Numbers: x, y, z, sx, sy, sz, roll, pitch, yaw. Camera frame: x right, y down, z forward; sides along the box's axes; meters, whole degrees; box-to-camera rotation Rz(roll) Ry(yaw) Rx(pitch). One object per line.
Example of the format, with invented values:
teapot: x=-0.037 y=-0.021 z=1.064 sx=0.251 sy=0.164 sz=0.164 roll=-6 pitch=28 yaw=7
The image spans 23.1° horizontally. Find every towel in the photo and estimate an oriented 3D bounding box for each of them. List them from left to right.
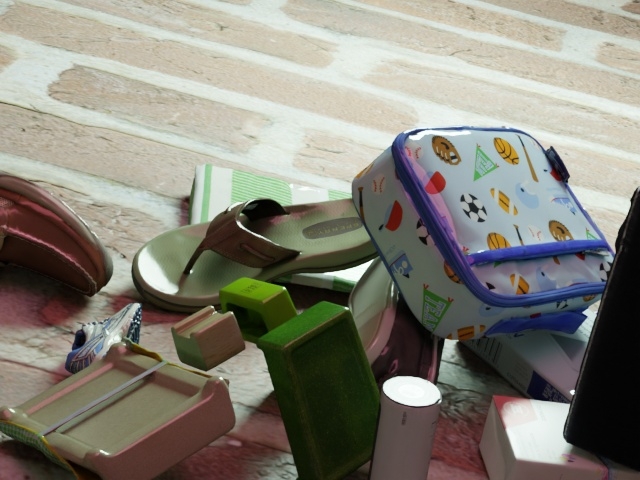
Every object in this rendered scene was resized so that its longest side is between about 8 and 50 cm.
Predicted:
towel: x=0.000 y=0.000 z=1.893 sx=0.325 sy=0.038 sz=0.248 roll=11 pitch=27 yaw=-7

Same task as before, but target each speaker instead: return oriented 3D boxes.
speaker: x=0.073 y=0.195 z=1.415 sx=0.055 sy=0.136 sz=0.055 roll=6 pitch=25 yaw=-3

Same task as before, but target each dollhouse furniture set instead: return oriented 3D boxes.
dollhouse furniture set: x=-0.117 y=0.176 z=1.453 sx=0.301 sy=0.151 sz=0.197 roll=-29 pitch=24 yaw=-31

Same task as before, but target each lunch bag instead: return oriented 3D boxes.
lunch bag: x=0.190 y=-0.006 z=1.690 sx=0.303 sy=0.115 sz=0.243 roll=-5 pitch=58 yaw=-47

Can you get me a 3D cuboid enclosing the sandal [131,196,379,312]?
sandal: x=-0.067 y=-0.007 z=1.740 sx=0.303 sy=0.086 sz=0.120 roll=-16 pitch=50 yaw=-13

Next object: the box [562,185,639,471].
box: x=0.552 y=0.069 z=1.550 sx=0.480 sy=0.297 sz=0.472 roll=21 pitch=28 yaw=16

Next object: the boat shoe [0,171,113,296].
boat shoe: x=-0.377 y=-0.016 z=1.693 sx=0.324 sy=0.123 sz=0.116 roll=27 pitch=62 yaw=10

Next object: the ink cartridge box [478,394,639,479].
ink cartridge box: x=0.266 y=0.218 z=1.531 sx=0.198 sy=0.067 sz=0.115 roll=8 pitch=26 yaw=-11

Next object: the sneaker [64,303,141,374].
sneaker: x=-0.219 y=0.098 z=1.580 sx=0.058 sy=0.052 sz=0.135 roll=12 pitch=25 yaw=8

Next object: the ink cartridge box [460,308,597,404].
ink cartridge box: x=0.304 y=0.132 z=1.746 sx=0.224 sy=0.045 sz=0.223 roll=-7 pitch=31 yaw=-35

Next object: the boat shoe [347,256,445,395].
boat shoe: x=0.091 y=0.085 z=1.688 sx=0.095 sy=0.112 sz=0.335 roll=46 pitch=29 yaw=-12
